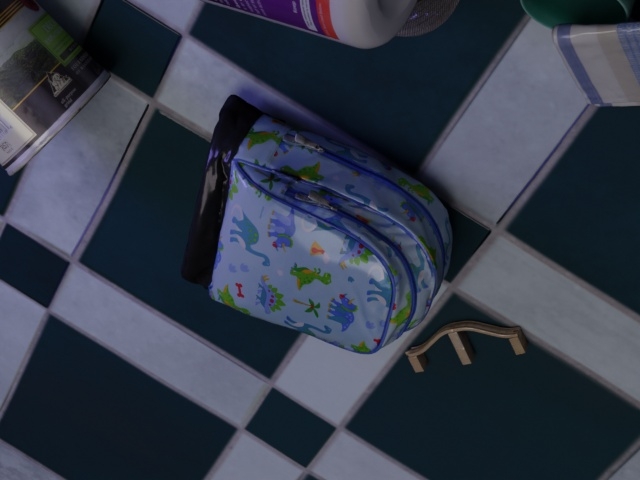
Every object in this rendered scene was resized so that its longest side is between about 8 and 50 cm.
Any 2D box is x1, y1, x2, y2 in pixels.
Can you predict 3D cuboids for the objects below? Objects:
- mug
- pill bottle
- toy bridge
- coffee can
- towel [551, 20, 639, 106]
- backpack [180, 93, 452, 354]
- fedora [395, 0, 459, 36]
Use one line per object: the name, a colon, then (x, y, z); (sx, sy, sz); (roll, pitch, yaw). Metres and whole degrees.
mug: (0.301, -0.304, 1.652); (0.129, 0.097, 0.158); (19, 163, -3)
pill bottle: (-0.051, -0.336, 1.583); (0.323, 0.181, 0.181); (21, 131, 24)
toy bridge: (0.206, 0.150, 2.084); (0.188, 0.026, 0.063); (-13, 116, 30)
coffee can: (-0.455, -0.254, 1.950); (0.275, 0.201, 0.201); (45, 129, -13)
towel: (0.424, -0.212, 1.647); (0.285, 0.034, 0.209); (-1, 162, 25)
backpack: (0.000, 0.000, 1.940); (0.356, 0.273, 0.290); (15, 123, -3)
fedora: (0.077, -0.375, 1.679); (0.275, 0.124, 0.243); (17, 128, 27)
